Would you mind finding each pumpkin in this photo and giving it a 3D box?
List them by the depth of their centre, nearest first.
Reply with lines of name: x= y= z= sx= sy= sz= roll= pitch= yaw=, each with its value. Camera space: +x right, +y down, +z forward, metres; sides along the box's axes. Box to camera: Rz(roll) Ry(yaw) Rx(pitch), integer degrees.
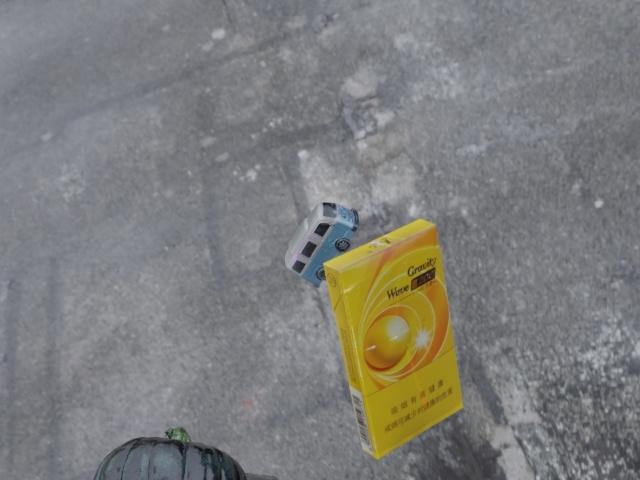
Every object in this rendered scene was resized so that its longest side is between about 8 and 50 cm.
pumpkin: x=-0.181 y=0.311 z=1.034 sx=0.194 sy=0.194 sz=0.150 roll=2 pitch=85 yaw=24

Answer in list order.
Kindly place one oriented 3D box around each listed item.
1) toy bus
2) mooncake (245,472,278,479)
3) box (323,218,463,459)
toy bus: x=0.000 y=0.000 z=1.266 sx=0.123 sy=0.075 sz=0.060 roll=-57 pitch=17 yaw=26
mooncake: x=-0.182 y=0.424 z=1.243 sx=0.290 sy=0.290 sz=0.161 roll=-4 pitch=78 yaw=19
box: x=0.097 y=0.124 z=1.051 sx=0.152 sy=0.269 sz=0.043 roll=-25 pitch=27 yaw=-28
